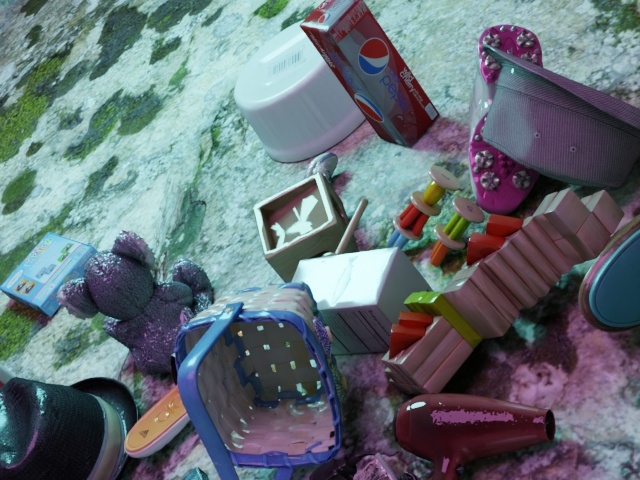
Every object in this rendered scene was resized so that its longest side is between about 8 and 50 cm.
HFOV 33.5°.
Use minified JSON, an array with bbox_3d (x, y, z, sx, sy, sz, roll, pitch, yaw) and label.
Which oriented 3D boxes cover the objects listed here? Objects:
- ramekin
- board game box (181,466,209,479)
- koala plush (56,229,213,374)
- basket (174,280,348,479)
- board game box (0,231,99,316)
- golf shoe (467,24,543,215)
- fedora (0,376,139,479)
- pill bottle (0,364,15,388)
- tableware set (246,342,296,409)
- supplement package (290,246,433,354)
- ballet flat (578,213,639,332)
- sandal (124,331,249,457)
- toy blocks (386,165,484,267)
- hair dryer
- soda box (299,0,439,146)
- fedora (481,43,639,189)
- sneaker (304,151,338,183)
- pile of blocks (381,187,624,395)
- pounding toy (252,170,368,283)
[{"bbox_3d":[-0.028,-0.291,1.984,0.277,0.135,0.277,-26,35,20],"label":"ramekin"},{"bbox_3d":[-0.179,0.400,1.418,0.126,0.026,0.186,-41,33,-1],"label":"board game box"},{"bbox_3d":[-0.294,0.093,1.716,0.196,0.221,0.203,-38,33,3],"label":"koala plush"},{"bbox_3d":[-0.081,0.191,1.339,0.201,0.254,0.289,-7,27,23],"label":"basket"},{"bbox_3d":[-0.553,0.065,2.175,0.211,0.039,0.160,14,60,51],"label":"board game box"},{"bbox_3d":[0.272,-0.165,1.579,0.115,0.140,0.306,9,67,1],"label":"golf shoe"},{"bbox_3d":[-0.441,0.312,1.669,0.334,0.152,0.334,-26,36,20],"label":"fedora"},{"bbox_3d":[-0.674,0.346,1.839,0.176,0.176,0.318,-3,48,43],"label":"pill bottle"},{"bbox_3d":[-0.071,0.197,1.555,0.104,0.024,0.154,-11,41,25],"label":"tableware set"},{"bbox_3d":[0.048,0.088,1.487,0.179,0.105,0.105,-9,44,38],"label":"supplement package"},{"bbox_3d":[0.424,-0.021,1.254,0.342,0.116,0.124,-43,13,-5],"label":"ballet flat"},{"bbox_3d":[-0.202,0.213,1.599,0.265,0.076,0.102,-44,35,-18],"label":"sandal"},{"bbox_3d":[0.157,-0.014,1.533,0.148,0.054,0.123,-57,47,30],"label":"toy blocks"},{"bbox_3d":[0.145,0.279,1.222,0.293,0.080,0.223,-40,51,7],"label":"hair dryer"},{"bbox_3d":[0.083,-0.276,1.736,0.083,0.263,0.092,-46,34,-11],"label":"soda box"},{"bbox_3d":[0.314,-0.147,1.411,0.124,0.275,0.244,-66,-11,8],"label":"fedora"},{"bbox_3d":[-0.001,-0.088,1.805,0.058,0.052,0.135,18,71,42],"label":"sneaker"},{"bbox_3d":[0.201,0.042,1.336,0.362,0.112,0.149,-41,13,6],"label":"pile of blocks"},{"bbox_3d":[0.009,0.000,1.652,0.181,0.094,0.206,-27,44,10],"label":"pounding toy"}]
